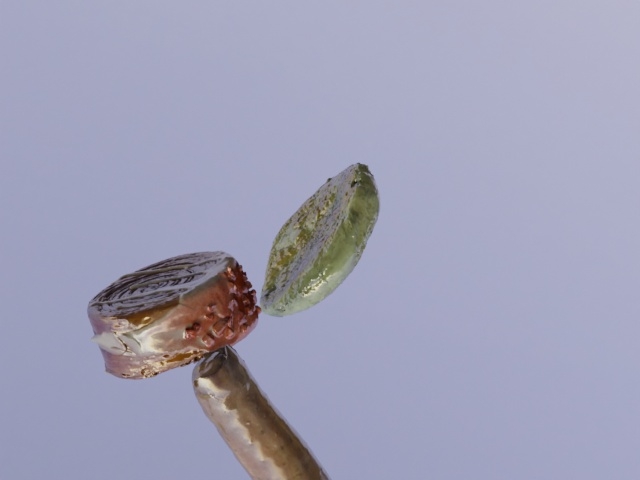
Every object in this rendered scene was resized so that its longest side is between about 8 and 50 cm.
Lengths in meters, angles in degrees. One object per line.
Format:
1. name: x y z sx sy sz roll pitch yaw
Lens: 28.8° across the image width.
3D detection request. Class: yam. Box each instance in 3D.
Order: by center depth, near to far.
1. yam: -0.011 0.177 0.864 0.046 0.264 0.046 -27 -157 13

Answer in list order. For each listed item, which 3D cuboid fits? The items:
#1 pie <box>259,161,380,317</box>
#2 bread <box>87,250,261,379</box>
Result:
1. pie: 0.000 0.000 1.276 0.041 0.187 0.186 33 -140 -18
2. bread: -0.139 0.067 1.178 0.161 0.073 0.160 -16 -166 4
